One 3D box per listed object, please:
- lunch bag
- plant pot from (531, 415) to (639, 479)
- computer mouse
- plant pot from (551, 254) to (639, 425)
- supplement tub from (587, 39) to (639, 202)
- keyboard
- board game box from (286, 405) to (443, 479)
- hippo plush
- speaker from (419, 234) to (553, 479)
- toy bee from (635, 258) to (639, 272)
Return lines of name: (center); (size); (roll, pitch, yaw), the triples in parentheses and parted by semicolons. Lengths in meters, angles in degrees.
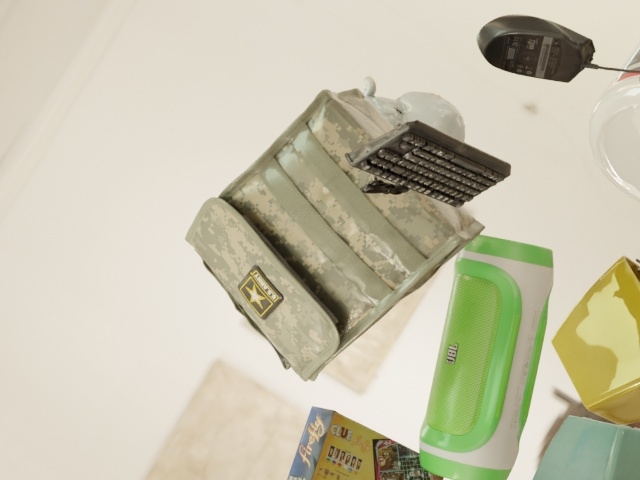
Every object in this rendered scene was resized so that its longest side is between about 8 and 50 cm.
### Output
lunch bag: (0.000, 0.000, 1.463); (0.287, 0.235, 0.169); (-43, -7, 19)
plant pot: (0.311, 0.313, 1.334); (0.165, 0.165, 0.234); (178, 105, -69)
computer mouse: (0.268, -0.175, 1.190); (0.071, 0.242, 0.041); (95, -172, -59)
plant pot: (0.509, 0.186, 2.063); (0.187, 0.212, 0.212); (-38, -37, 21)
supplement tub: (0.462, -0.181, 1.541); (0.272, 0.191, 0.191); (-51, -5, -35)
keyboard: (0.095, -0.062, 1.189); (0.108, 0.023, 0.180); (-26, -27, 31)
board game box: (0.053, 0.323, 1.576); (0.042, 0.243, 0.165); (4, 69, 45)
hippo plush: (0.092, -0.144, 1.817); (0.236, 0.294, 0.234); (92, 178, -57)
speaker: (0.205, 0.146, 1.558); (0.131, 0.131, 0.296); (-3, -76, -88)
toy bee: (0.604, -0.003, 1.882); (0.195, 0.298, 0.162); (-10, -74, -55)
